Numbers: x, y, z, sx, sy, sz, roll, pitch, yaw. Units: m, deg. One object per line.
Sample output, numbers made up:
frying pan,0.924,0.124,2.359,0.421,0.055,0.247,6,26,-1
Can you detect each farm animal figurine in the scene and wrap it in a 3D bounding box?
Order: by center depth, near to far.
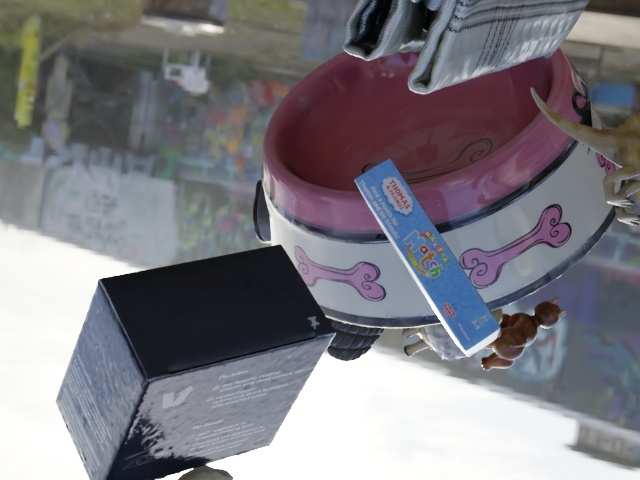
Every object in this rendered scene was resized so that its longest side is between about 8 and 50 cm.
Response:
farm animal figurine,0.221,-0.006,1.641,0.172,0.330,0.326,-25,160,35

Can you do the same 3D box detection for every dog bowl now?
dog bowl,0.117,-0.096,1.360,0.408,0.150,0.408,-14,-143,11

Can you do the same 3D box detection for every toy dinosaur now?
toy dinosaur,0.251,-0.065,0.991,0.183,0.093,0.053,10,162,8

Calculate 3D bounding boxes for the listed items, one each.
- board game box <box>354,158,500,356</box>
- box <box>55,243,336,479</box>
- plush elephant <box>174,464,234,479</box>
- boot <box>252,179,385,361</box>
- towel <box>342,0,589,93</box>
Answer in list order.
board game box,0.095,0.022,1.058,0.039,0.160,0.211,-33,171,2
box,-0.097,0.096,0.925,0.156,0.158,0.093,-11,-124,-34
plush elephant,-0.126,0.334,0.951,0.330,0.272,0.255,44,-155,-8
boot,0.000,0.000,1.705,0.222,0.338,0.118,2,156,37
towel,0.163,-0.244,0.793,0.056,0.312,0.324,37,-154,20
